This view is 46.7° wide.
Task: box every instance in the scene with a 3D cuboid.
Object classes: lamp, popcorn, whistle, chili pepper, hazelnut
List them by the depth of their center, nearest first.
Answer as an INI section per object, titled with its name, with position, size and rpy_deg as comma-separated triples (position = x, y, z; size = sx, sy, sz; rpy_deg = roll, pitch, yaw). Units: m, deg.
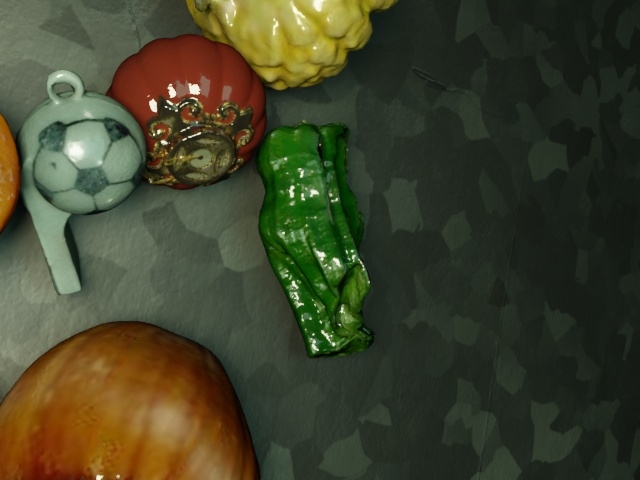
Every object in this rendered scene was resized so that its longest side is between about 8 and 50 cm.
[whistle]
position = -0.286, -0.078, 0.913
size = 0.163, 0.163, 0.290
rpy_deg = -32, 139, -31
[hazelnut]
position = -0.227, 0.281, 0.924
size = 0.372, 0.315, 0.372
rpy_deg = 34, 50, -55
[lamp]
position = -0.187, -0.179, 1.030
size = 0.226, 0.227, 0.227
rpy_deg = 3, 85, -34
[popcorn]
position = -0.034, -0.407, 1.117
size = 0.381, 0.349, 0.349
rpy_deg = -31, 105, -58
[chili pepper]
position = -0.010, 0.002, 1.157
size = 0.167, 0.213, 0.385
rpy_deg = -10, 89, 8

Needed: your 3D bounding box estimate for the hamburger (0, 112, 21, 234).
[hamburger]
position = -0.484, -0.069, 0.803
size = 0.291, 0.225, 0.291
rpy_deg = 4, 82, -32
